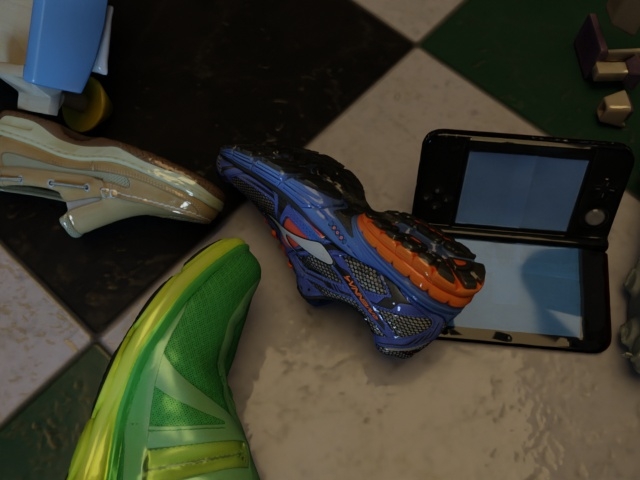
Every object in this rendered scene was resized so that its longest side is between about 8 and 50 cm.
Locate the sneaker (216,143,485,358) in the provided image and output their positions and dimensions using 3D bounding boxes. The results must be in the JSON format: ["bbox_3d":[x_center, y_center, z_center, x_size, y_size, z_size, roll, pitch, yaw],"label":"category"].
[{"bbox_3d":[0.000,0.000,0.494,0.221,0.083,0.087,38,113,31],"label":"sneaker"}]

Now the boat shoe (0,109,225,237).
[{"bbox_3d":[-0.162,-0.034,0.526,0.190,0.068,0.072,17,78,18],"label":"boat shoe"}]

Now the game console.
[{"bbox_3d":[0.136,0.000,0.495,0.144,0.124,0.085,5,38,2],"label":"game console"}]

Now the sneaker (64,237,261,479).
[{"bbox_3d":[-0.085,0.140,0.430,0.123,0.109,0.295,21,66,-11],"label":"sneaker"}]

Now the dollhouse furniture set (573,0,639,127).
[{"bbox_3d":[0.263,-0.156,0.552,0.081,0.114,0.091,-2,62,-6],"label":"dollhouse furniture set"}]

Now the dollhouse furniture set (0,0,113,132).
[{"bbox_3d":[-0.246,-0.253,0.624,0.286,0.198,0.303,12,96,28],"label":"dollhouse furniture set"}]

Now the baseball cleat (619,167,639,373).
[{"bbox_3d":[0.272,0.005,0.498,0.109,0.072,0.206,18,70,1],"label":"baseball cleat"}]
